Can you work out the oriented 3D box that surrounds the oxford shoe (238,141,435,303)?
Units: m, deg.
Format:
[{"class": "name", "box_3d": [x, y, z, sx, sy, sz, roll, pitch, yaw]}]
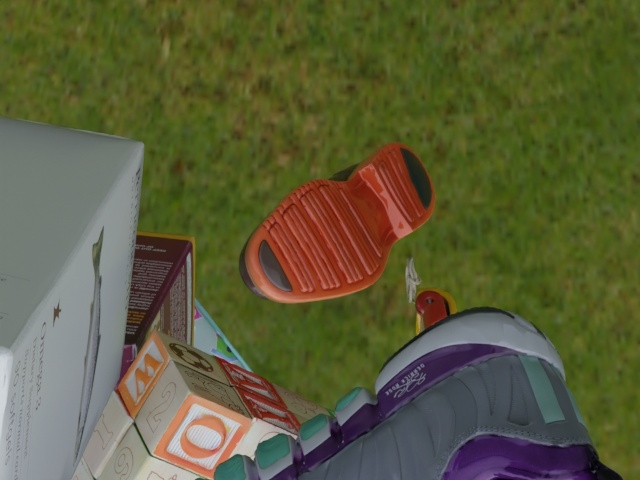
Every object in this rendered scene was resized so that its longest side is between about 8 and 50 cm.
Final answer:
[{"class": "oxford shoe", "box_3d": [0.000, 0.000, 1.404, 0.098, 0.271, 0.097, -25, 92, 33]}]

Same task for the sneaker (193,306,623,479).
[{"class": "sneaker", "box_3d": [0.006, 0.122, 0.635, 0.224, 0.098, 0.083, -41, 131, 12]}]

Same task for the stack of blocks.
[{"class": "stack of blocks", "box_3d": [-0.094, 0.223, 1.018, 0.171, 0.087, 0.297, 27, 100, -27]}]

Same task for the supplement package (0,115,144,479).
[{"class": "supplement package", "box_3d": [-0.130, 0.033, 0.562, 0.105, 0.179, 0.105, 9, 114, 3]}]

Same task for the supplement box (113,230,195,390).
[{"class": "supplement box", "box_3d": [-0.147, 0.075, 1.214, 0.081, 0.188, 0.104, 5, 114, 7]}]

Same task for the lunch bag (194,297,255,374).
[{"class": "lunch bag", "box_3d": [-0.196, 0.164, 1.561, 0.224, 0.279, 0.108, 51, 148, 0]}]

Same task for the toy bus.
[{"class": "toy bus", "box_3d": [0.143, 0.120, 1.596, 0.104, 0.191, 0.202, -2, 94, -3]}]
